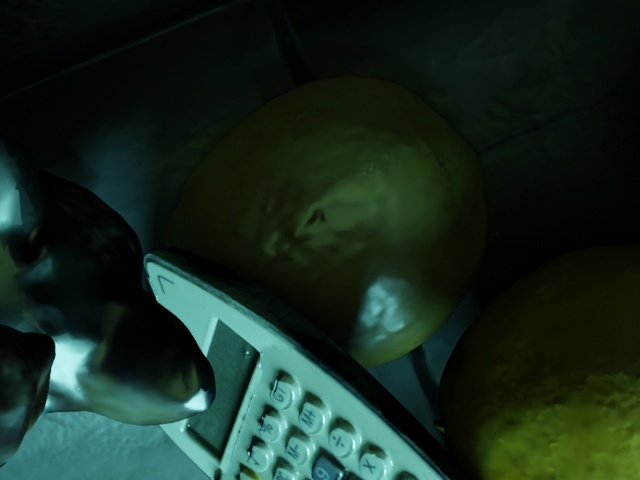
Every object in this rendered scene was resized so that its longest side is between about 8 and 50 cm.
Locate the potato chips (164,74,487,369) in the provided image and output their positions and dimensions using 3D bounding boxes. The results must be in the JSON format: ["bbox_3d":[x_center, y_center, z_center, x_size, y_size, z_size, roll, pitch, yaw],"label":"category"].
[{"bbox_3d":[0.001,0.000,0.609,0.208,0.062,0.195,-4,106,2],"label":"potato chips"}]

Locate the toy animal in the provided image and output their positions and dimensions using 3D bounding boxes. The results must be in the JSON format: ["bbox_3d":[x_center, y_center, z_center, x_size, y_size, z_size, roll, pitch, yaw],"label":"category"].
[{"bbox_3d":[-0.184,0.061,0.475,0.303,0.344,0.194,-27,106,28],"label":"toy animal"}]

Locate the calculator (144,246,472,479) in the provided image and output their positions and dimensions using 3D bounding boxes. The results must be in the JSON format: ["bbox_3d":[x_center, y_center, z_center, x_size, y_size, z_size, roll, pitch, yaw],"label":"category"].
[{"bbox_3d":[-0.012,0.124,0.581,0.268,0.040,0.177,41,139,18],"label":"calculator"}]

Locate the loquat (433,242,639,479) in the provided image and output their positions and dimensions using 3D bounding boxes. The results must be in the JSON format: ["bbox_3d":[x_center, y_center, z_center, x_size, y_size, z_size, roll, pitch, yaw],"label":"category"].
[{"bbox_3d":[0.168,0.093,0.555,0.234,0.187,0.176,-13,107,30],"label":"loquat"}]
